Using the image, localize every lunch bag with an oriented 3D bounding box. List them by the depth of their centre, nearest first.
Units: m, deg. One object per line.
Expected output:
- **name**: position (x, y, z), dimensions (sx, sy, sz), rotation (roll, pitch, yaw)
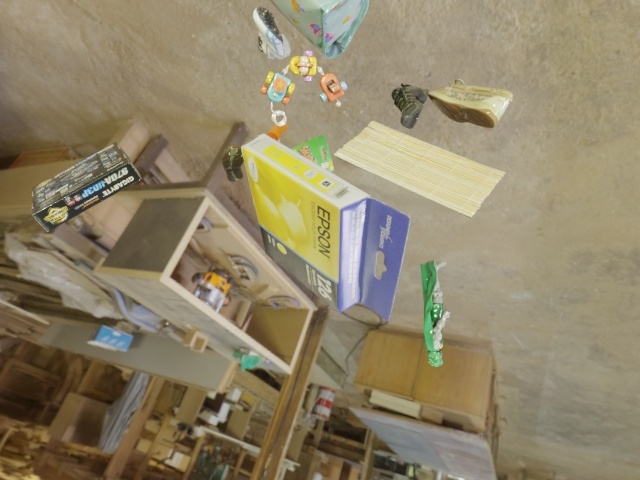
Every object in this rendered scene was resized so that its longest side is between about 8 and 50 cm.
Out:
- **lunch bag**: position (-0.020, -0.513, 0.856), dimensions (0.223, 0.160, 0.262), rotation (42, -177, 0)

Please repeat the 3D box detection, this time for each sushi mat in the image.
- **sushi mat**: position (0.196, -0.156, 0.858), dimensions (0.316, 0.151, 0.019), rotation (29, 149, 24)

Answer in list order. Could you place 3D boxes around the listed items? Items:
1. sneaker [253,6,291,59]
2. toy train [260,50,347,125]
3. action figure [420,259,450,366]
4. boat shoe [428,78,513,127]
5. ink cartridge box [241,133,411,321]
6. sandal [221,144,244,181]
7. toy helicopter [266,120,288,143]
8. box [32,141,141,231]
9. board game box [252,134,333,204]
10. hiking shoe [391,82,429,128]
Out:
- **sneaker**: position (-0.150, -0.581, 1.205), dimensions (0.086, 0.085, 0.237), rotation (-20, 178, 10)
- **toy train**: position (-0.033, -0.302, 0.835), dimensions (0.125, 0.166, 0.046), rotation (64, 178, -17)
- **action figure**: position (0.259, 0.165, 0.950), dimensions (0.063, 0.232, 0.137), rotation (1, 173, 10)
- **boat shoe**: position (0.414, -0.392, 1.185), dimensions (0.104, 0.089, 0.285), rotation (35, -172, -36)
- **ink cartridge box**: position (0.000, 0.000, 0.761), dimensions (0.307, 0.072, 0.304), rotation (37, 150, 28)
- **sandal**: position (-0.348, -0.314, 1.680), dimensions (0.090, 0.060, 0.219), rotation (-13, 157, -10)
- **toy helicopter**: position (-0.172, -0.261, 1.463), dimensions (0.140, 0.355, 0.235), rotation (6, 129, -1)
- **box**: position (-0.530, -0.129, 0.946), dimensions (0.175, 0.220, 0.051), rotation (39, 158, 48)
- **board game box**: position (-0.086, -0.198, 1.204), dimensions (0.259, 0.124, 0.039), rotation (-22, 157, 21)
- **hiking shoe**: position (0.279, -0.447, 1.387), dimensions (0.114, 0.227, 0.086), rotation (24, 135, 6)
